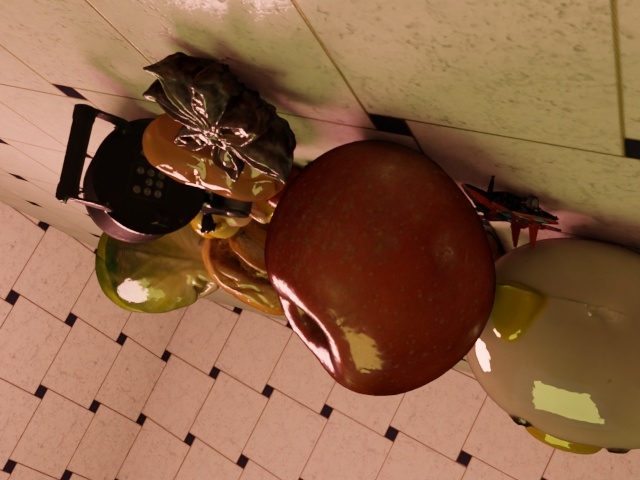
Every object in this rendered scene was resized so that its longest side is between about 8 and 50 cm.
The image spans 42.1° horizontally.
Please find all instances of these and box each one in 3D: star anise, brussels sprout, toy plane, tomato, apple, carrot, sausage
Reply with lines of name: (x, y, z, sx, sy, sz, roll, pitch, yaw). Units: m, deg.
star anise: (-0.125, -0.172, 1.139, 0.223, 0.109, 0.236, 18, 156, 34)
brussels sprout: (-0.405, 0.046, 2.136, 0.355, 0.289, 0.281, 4, 178, 13)
toy plane: (0.258, -0.050, 1.176, 0.130, 0.061, 0.189, 7, 158, 49)
tomato: (-0.060, -0.089, 1.448, 0.087, 0.087, 0.075, 7, 161, 46)
apple: (0.078, 0.040, 1.167, 0.348, 0.277, 0.348, 47, 164, 19)
carrot: (0.331, 0.054, 1.521, 0.066, 0.066, 0.314, 12, 168, 33)
sausage: (-0.166, -0.136, 1.319, 0.241, 0.120, 0.136, 19, 157, 8)

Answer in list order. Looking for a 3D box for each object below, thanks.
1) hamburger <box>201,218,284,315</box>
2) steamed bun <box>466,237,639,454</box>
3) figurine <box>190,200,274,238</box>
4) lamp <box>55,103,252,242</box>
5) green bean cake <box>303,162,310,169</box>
hamburger: (-0.118, 0.055, 1.850, 0.319, 0.158, 0.318, 26, -166, -7)
steamed bun: (0.403, 0.153, 1.255, 0.374, 0.334, 0.334, 13, 167, 15)
figurine: (-0.170, -0.065, 1.679, 0.246, 0.131, 0.156, -3, -161, 27)
lamp: (-0.335, -0.103, 1.518, 0.374, 0.205, 0.272, 15, 169, -38)
green bean cake: (0.047, -0.079, 1.388, 0.135, 0.056, 0.136, 4, 161, 48)
